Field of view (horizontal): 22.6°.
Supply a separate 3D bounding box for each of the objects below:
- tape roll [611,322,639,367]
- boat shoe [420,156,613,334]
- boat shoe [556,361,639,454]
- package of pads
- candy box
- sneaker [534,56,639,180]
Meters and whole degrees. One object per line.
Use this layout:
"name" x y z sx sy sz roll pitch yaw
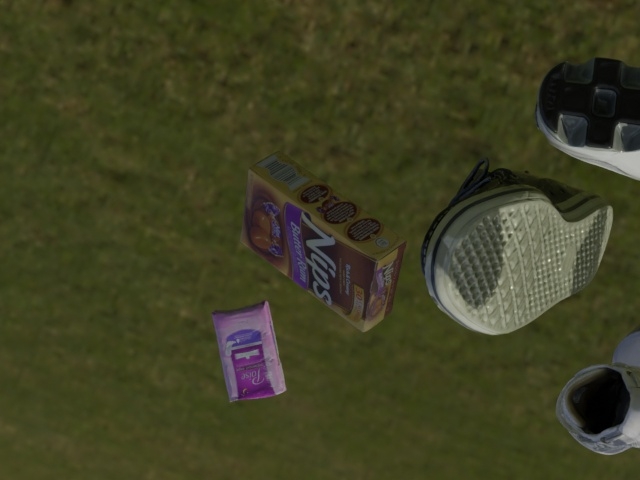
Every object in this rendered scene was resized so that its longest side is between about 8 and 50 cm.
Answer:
"tape roll" 0.551 0.212 2.420 0.219 0.072 0.219 28 135 32
"boat shoe" 0.219 0.000 1.976 0.156 0.187 0.500 22 -166 23
"boat shoe" 0.293 0.165 1.644 0.096 0.098 0.277 20 172 -12
"package of pads" -0.062 0.096 1.390 0.050 0.083 0.032 -12 179 5
"candy box" 0.000 0.000 1.697 0.186 0.053 0.109 35 138 25
"sneaker" 0.386 -0.112 1.655 0.330 0.122 0.146 13 170 6
